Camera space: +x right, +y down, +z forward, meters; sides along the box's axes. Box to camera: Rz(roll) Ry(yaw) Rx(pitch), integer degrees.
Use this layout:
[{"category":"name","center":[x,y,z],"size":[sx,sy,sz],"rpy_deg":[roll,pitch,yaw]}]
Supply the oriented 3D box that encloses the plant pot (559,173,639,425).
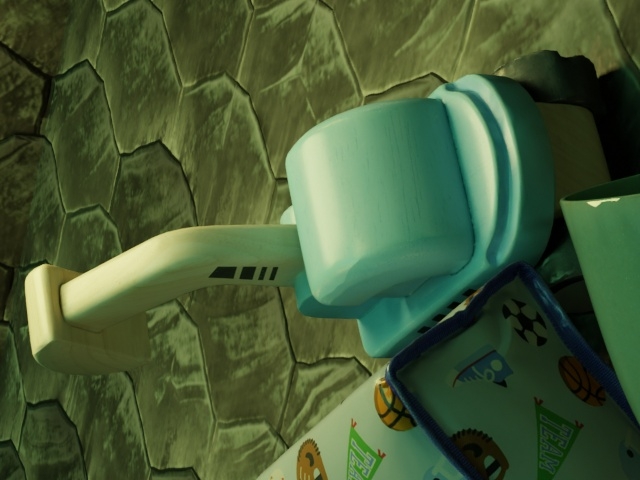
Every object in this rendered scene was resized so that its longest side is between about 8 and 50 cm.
[{"category":"plant pot","center":[0.326,0.056,1.246],"size":[0.293,0.293,0.235],"rpy_deg":[-6,96,62]}]

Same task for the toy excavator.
[{"category":"toy excavator","center":[0.000,0.000,1.679],"size":[0.433,0.445,0.222],"rpy_deg":[-44,49,52]}]

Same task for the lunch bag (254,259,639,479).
[{"category":"lunch bag","center":[0.151,0.275,1.556],"size":[0.385,0.239,0.328],"rpy_deg":[50,141,5]}]
